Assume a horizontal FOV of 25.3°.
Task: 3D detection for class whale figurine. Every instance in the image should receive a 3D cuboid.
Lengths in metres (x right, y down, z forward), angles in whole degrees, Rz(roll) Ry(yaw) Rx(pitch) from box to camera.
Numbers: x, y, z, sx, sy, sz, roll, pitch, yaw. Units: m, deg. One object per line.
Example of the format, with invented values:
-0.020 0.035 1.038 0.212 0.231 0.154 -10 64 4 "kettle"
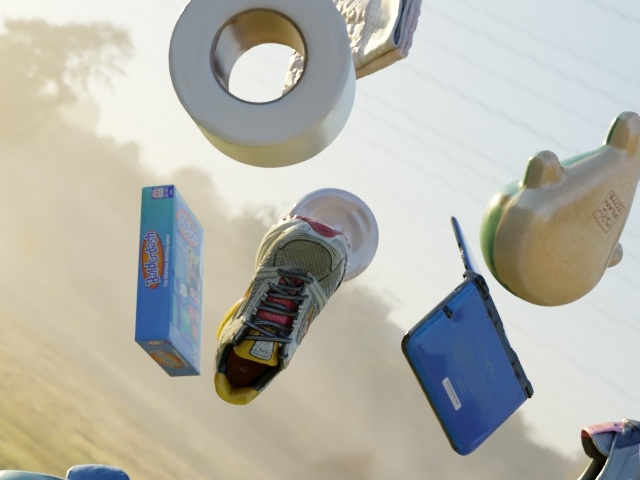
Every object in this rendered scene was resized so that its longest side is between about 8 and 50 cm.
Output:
0.314 -0.047 1.818 0.216 0.272 0.141 45 -8 -34 "whale figurine"

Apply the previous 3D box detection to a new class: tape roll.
-0.075 -0.231 1.945 0.246 0.246 0.169 36 -4 7 "tape roll"

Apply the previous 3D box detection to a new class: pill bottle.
0.000 0.000 1.643 0.108 0.108 0.180 37 -8 -4 "pill bottle"

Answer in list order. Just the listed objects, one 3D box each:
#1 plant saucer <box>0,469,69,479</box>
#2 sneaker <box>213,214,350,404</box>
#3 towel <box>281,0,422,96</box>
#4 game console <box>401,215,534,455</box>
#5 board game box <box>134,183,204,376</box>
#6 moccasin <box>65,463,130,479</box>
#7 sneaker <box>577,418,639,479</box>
-0.301 0.261 1.499 0.119 0.021 0.119 6 -19 2 "plant saucer"
-0.037 0.071 1.347 0.088 0.225 0.093 22 36 -8 "sneaker"
0.072 -0.429 2.627 0.053 0.332 0.317 35 -33 -31 "towel"
0.225 0.157 2.334 0.173 0.250 0.293 30 -25 49 "game console"
-0.193 0.054 1.850 0.047 0.210 0.160 -4 -23 10 "board game box"
-0.239 0.394 1.569 0.137 0.117 0.342 10 30 -9 "moccasin"
0.343 0.214 1.452 0.131 0.319 0.112 49 -13 5 "sneaker"
